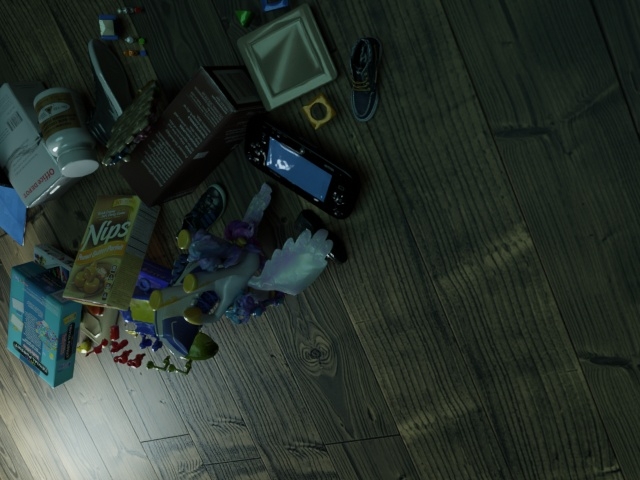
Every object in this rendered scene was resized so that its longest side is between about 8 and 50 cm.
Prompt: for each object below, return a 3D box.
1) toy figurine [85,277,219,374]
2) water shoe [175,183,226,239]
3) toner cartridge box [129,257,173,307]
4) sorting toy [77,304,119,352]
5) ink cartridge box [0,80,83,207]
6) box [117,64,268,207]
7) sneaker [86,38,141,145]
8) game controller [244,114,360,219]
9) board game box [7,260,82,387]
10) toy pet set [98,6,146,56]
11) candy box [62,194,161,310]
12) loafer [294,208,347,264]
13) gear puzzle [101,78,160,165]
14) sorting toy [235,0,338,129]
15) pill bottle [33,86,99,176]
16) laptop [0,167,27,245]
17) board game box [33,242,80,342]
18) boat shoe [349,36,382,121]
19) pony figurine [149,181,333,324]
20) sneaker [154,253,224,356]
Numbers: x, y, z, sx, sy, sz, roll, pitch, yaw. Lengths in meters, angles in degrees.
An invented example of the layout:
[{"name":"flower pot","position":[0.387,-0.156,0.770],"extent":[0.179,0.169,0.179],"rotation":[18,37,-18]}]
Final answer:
[{"name":"toy figurine","position":[-0.475,0.216,1.527],"extent":[0.363,0.191,0.217],"rotation":[5,104,22]},{"name":"water shoe","position":[-0.326,-0.064,1.501],"extent":[0.073,0.080,0.203],"rotation":[39,119,8]},{"name":"toner cartridge box","position":[-0.566,0.137,1.686],"extent":[0.348,0.075,0.165],"rotation":[21,116,18]},{"name":"sorting toy","position":[-0.803,0.271,1.864],"extent":[0.229,0.041,0.307],"rotation":[29,117,14]},{"name":"ink cartridge box","position":[-0.866,-0.288,1.656],"extent":[0.223,0.129,0.307],"rotation":[-29,94,30]},{"name":"box","position":[-0.313,-0.257,1.367],"extent":[0.381,0.191,0.143],"rotation":[-37,89,31]},{"name":"sneaker","position":[-0.600,-0.390,1.508],"extent":[0.147,0.104,0.295],"rotation":[-15,104,24]},{"name":"game controller","position":[-0.048,-0.175,1.312],"extent":[0.319,0.067,0.166],"rotation":[33,154,10]},{"name":"board game box","position":[-0.907,0.274,1.793],"extent":[0.254,0.079,0.336],"rotation":[29,118,21]},{"name":"toy pet set","position":[-0.526,-0.557,1.458],"extent":[0.114,0.065,0.122],"rotation":[-3,112,-10]},{"name":"candy box","position":[-0.590,0.030,1.555],"extent":[0.183,0.087,0.316],"rotation":[4,72,28]},{"name":"loafer","position":[0.000,0.000,1.383],"extent":[0.170,0.062,0.061],"rotation":[51,129,14]},{"name":"gear puzzle","position":[-0.458,-0.307,1.376],"extent":[0.175,0.339,0.044],"rotation":[-38,125,19]},{"name":"sorting toy","position":[-0.074,-0.418,1.270],"extent":[0.196,0.047,0.347],"rotation":[-22,96,18]},{"name":"pill bottle","position":[-0.711,-0.302,1.546],"extent":[0.131,0.131,0.229],"rotation":[-29,77,30]},{"name":"laptop","position":[-1.150,-0.195,1.741],"extent":[0.382,0.408,0.236],"rotation":[38,93,10]},{"name":"board game box","position":[-0.881,0.183,1.832],"extent":[0.193,0.053,0.305],"rotation":[25,116,24]},{"name":"boat shoe","position":[0.090,-0.352,1.204],"extent":[0.065,0.083,0.183],"rotation":[13,112,21]},{"name":"pony figurine","position":[-0.189,0.059,1.344],"extent":[0.303,0.363,0.351],"rotation":[45,117,33]},{"name":"sneaker","position":[-0.316,0.141,1.464],"extent":[0.182,0.315,0.127],"rotation":[-13,133,17]}]
